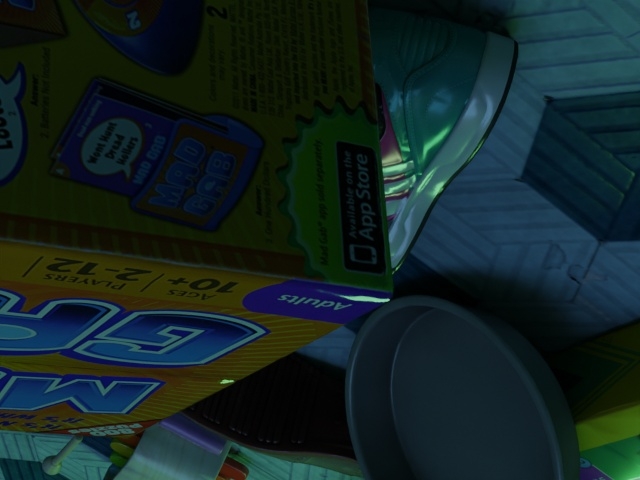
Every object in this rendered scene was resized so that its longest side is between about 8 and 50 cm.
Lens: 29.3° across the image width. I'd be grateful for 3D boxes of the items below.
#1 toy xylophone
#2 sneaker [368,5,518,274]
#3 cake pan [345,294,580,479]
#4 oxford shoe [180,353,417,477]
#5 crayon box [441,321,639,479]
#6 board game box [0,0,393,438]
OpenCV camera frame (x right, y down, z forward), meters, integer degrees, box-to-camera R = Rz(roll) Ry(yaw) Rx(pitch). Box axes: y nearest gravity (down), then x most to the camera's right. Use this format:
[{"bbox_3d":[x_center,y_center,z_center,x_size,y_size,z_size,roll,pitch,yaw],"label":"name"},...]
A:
[{"bbox_3d":[-0.256,0.321,1.742,0.236,0.081,0.322,32,146,-15],"label":"toy xylophone"},{"bbox_3d":[0.014,-0.077,0.963,0.178,0.124,0.295,21,140,-7],"label":"sneaker"},{"bbox_3d":[0.138,0.190,1.203,0.293,0.054,0.293,22,119,46],"label":"cake pan"},{"bbox_3d":[-0.012,0.217,1.415,0.348,0.123,0.130,15,152,13],"label":"oxford shoe"},{"bbox_3d":[0.362,0.242,1.241,0.363,0.106,0.313,35,144,-18],"label":"crayon box"},{"bbox_3d":[-0.212,-0.099,0.747,0.356,0.356,0.356,9,156,-31],"label":"board game box"}]
